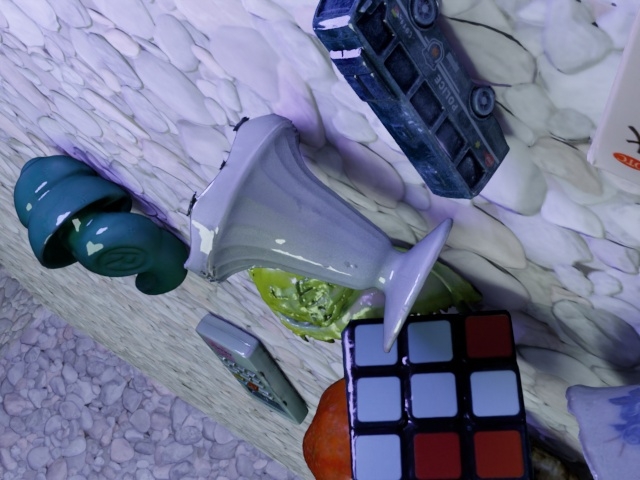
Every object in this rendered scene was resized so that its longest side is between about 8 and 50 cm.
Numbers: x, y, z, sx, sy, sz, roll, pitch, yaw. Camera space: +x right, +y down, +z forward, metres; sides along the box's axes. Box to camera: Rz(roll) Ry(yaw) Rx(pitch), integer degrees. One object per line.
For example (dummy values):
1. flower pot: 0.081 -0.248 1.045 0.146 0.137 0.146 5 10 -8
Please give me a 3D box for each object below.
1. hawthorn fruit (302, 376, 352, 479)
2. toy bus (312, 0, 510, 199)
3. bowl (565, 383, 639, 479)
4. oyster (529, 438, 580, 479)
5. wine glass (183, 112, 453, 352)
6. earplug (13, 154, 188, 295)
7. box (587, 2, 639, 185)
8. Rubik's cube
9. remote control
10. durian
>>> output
1. hawthorn fruit: 0.096 0.274 1.093 0.205 0.205 0.253 44 153 -21
2. toy bus: 0.061 -0.099 0.515 0.047 0.065 0.166 10 149 51
3. bowl: 0.331 0.216 0.609 0.313 0.146 0.313 47 -159 -24
4. oyster: 0.317 0.339 1.022 0.396 0.111 0.204 42 -168 -1
5. wine glass: 0.000 0.000 0.702 0.196 0.165 0.165 29 159 8
6. earplug: -0.335 -0.023 1.243 0.280 0.164 0.257 47 -163 3
7. box: 0.228 -0.059 0.300 0.212 0.095 0.168 28 161 20
8. Rubik's cube: 0.112 0.168 0.782 0.163 0.162 0.160 -5 156 10
9. remote control: -0.133 0.266 1.642 0.145 0.050 0.344 23 156 32
10. durian: -0.008 0.036 0.868 0.375 0.106 0.132 14 145 37
